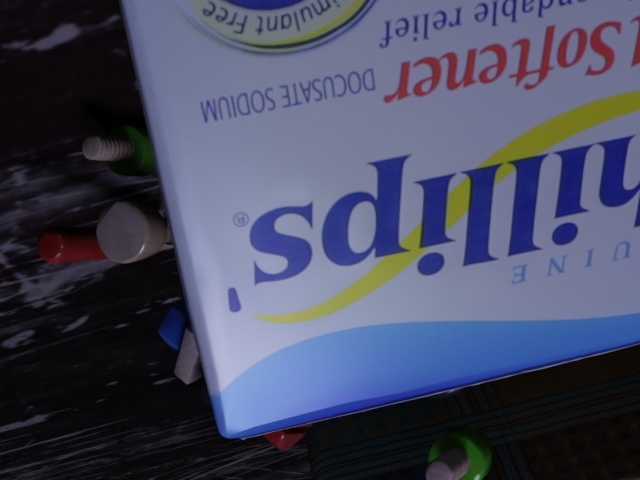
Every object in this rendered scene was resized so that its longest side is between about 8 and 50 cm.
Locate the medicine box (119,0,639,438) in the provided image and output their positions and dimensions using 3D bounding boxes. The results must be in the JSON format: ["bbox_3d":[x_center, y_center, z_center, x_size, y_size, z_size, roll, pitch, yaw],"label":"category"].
[{"bbox_3d":[0.050,-0.096,0.455,0.264,0.149,0.289,-13,114,-7],"label":"medicine box"}]

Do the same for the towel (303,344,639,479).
[{"bbox_3d":[0.112,0.078,0.783,0.272,0.370,0.040,-13,120,0],"label":"towel"}]

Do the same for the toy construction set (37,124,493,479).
[{"bbox_3d":[0.000,0.000,0.738,0.309,0.257,0.237,8,-175,24],"label":"toy construction set"}]
